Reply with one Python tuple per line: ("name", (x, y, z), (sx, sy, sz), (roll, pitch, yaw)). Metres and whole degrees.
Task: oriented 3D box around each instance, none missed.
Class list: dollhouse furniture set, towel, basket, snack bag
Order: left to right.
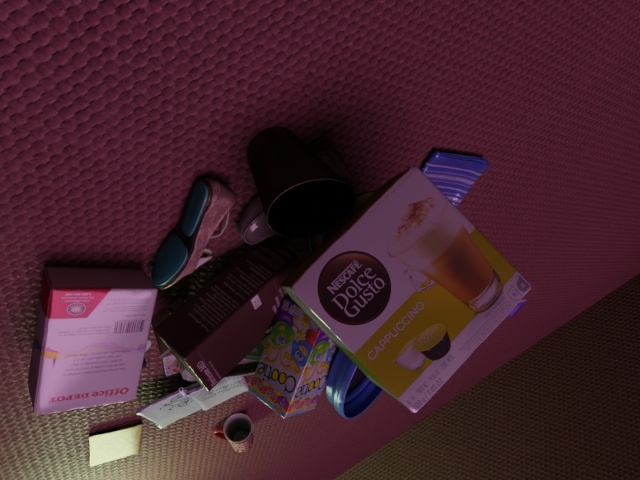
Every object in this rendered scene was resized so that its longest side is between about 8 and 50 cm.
("dollhouse furniture set", (-0.351, 0.247, 1.350), (0.144, 0.123, 0.151), (-37, 141, 5))
("snack bag", (-0.410, 0.528, 1.615), (0.343, 0.037, 0.323), (-22, 155, -14))
("basket", (-0.062, -0.136, 1.064), (0.204, 0.227, 0.154), (-6, 134, -29))
("towel", (0.356, -0.126, 1.514), (0.243, 0.040, 0.336), (1, 130, -35))

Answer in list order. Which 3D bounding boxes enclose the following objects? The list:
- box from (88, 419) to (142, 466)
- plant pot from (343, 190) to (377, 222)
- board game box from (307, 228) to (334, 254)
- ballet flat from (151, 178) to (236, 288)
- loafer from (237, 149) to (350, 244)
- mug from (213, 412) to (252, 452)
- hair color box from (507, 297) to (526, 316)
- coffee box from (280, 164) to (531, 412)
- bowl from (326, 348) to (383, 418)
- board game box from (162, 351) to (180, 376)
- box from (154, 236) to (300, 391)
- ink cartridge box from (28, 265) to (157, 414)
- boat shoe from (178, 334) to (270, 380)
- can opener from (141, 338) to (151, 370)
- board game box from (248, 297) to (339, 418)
("box", (-0.700, 0.692, 1.660), (0.165, 0.021, 0.201), (-5, 134, -31))
("plant pot", (0.169, 0.042, 1.413), (0.276, 0.276, 0.254), (-13, 149, -24))
("board game box", (0.000, 0.000, 1.323), (0.035, 0.136, 0.201), (-23, 141, -13))
("ballet flat", (-0.290, -0.003, 1.150), (0.106, 0.107, 0.316), (6, 129, -48))
("loafer", (-0.068, -0.092, 1.197), (0.319, 0.111, 0.112), (-40, 141, 8))
("mug", (-0.336, 0.768, 1.949), (0.113, 0.150, 0.169), (-55, 159, -34))
("hair color box", (0.639, 0.238, 1.975), (0.339, 0.185, 0.110), (-7, 136, -28))
("coffee box", (0.149, 0.097, 1.054), (0.337, 0.334, 0.338), (-44, -178, -8))
("bowl", (0.155, 0.336, 1.436), (0.391, 0.077, 0.391), (-39, 145, -35))
("board game box", (-0.407, 0.359, 1.506), (0.154, 0.026, 0.103), (-14, 137, -23))
("box", (-0.214, 0.181, 1.268), (0.381, 0.143, 0.191), (-42, 145, -22))
("ink cartridge box", (-0.530, 0.222, 1.127), (0.226, 0.131, 0.306), (5, 109, -39))
("boat shoe", (-0.273, 0.363, 1.443), (0.321, 0.103, 0.118), (-12, 125, 6))
("can opener", (-0.560, 0.265, 1.259), (0.074, 0.093, 0.280), (-43, 136, 13))
("board game box", (-0.057, 0.308, 1.308), (0.142, 0.144, 0.275), (10, 103, -56))
